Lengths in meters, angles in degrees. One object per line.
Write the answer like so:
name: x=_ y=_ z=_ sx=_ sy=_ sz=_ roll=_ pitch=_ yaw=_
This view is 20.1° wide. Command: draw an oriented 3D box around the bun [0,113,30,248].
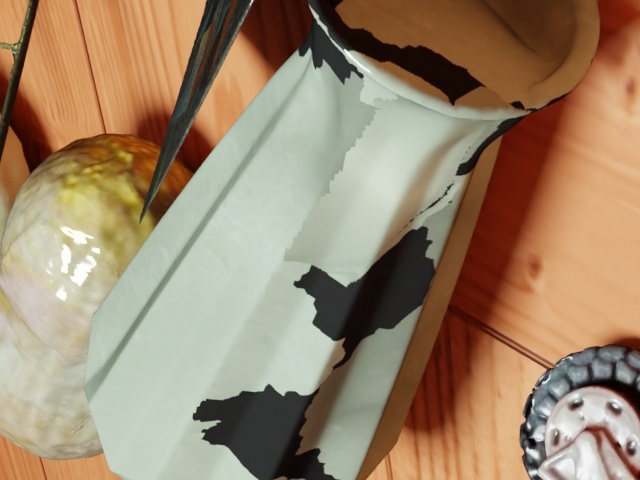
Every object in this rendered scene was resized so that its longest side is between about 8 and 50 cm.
bun: x=-0.281 y=-0.037 z=1.210 sx=0.229 sy=0.145 sz=0.229 roll=36 pitch=137 yaw=42

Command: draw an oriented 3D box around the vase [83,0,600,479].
vase: x=0.000 y=0.000 z=0.796 sx=0.165 sy=0.165 sz=0.360 roll=52 pitch=147 yaw=17

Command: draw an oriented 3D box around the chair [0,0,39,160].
chair: x=-0.214 y=-0.192 z=0.987 sx=0.160 sy=0.170 sz=0.325 roll=5 pitch=76 yaw=62

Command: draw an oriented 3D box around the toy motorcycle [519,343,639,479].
toy motorcycle: x=0.095 y=0.194 z=0.766 sx=0.171 sy=0.089 sz=0.298 roll=37 pitch=109 yaw=23

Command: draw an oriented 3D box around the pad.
pad: x=-0.041 y=-0.107 z=0.795 sx=0.003 sy=0.143 sz=0.211 roll=19 pitch=151 yaw=-10

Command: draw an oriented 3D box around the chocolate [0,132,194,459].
chocolate: x=-0.143 y=0.043 z=1.080 sx=0.134 sy=0.134 sz=0.309 roll=54 pitch=153 yaw=14
